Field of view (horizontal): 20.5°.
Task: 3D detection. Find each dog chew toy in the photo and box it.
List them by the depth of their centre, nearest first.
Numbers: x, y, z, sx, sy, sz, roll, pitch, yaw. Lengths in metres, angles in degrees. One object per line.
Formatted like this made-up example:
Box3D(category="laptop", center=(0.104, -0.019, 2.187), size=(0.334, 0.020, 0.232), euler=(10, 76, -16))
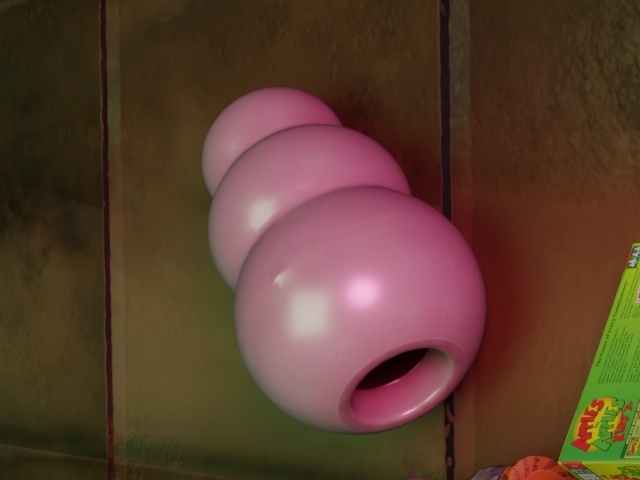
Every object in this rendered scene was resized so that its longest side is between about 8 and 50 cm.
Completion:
Box3D(category="dog chew toy", center=(0.000, 0.000, 1.480), size=(0.206, 0.207, 0.332), euler=(-58, 44, 32))

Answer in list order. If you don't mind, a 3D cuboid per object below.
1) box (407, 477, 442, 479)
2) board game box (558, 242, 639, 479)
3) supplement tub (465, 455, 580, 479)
Box3D(category="box", center=(0.157, 0.308, 1.266), size=(0.214, 0.117, 0.243), euler=(1, 106, 16))
Box3D(category="board game box", center=(0.240, 0.085, 1.246), size=(0.092, 0.043, 0.181), euler=(-9, 51, 53))
Box3D(category="supplement tub", center=(0.126, 0.253, 1.398), size=(0.190, 0.117, 0.117), euler=(-45, 59, 40))
